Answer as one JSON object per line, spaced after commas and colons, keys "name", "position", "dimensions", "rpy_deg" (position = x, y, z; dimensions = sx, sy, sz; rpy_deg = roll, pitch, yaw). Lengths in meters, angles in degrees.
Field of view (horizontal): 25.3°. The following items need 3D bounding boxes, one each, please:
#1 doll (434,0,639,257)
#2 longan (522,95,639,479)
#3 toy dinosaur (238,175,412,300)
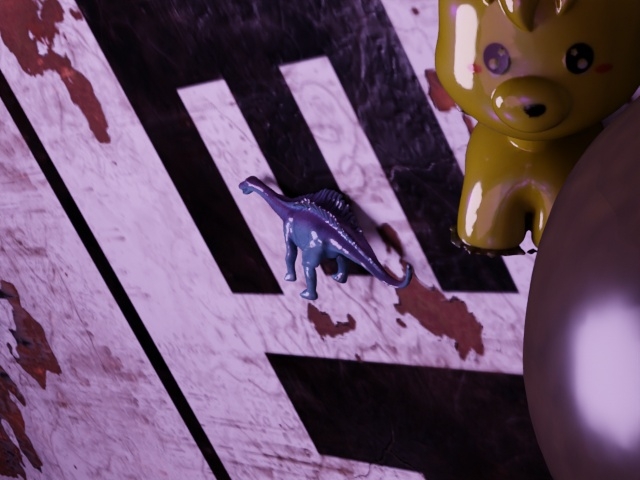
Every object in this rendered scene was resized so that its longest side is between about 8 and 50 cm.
{"name": "doll", "position": [0.117, -0.099, 0.740], "dimensions": [0.143, 0.135, 0.221], "rpy_deg": [4, 125, 14]}
{"name": "longan", "position": [0.225, 0.043, 0.604], "dimensions": [0.300, 0.243, 0.300], "rpy_deg": [1, 92, 32]}
{"name": "toy dinosaur", "position": [0.000, 0.000, 1.071], "dimensions": [0.197, 0.045, 0.080], "rpy_deg": [29, 132, 43]}
